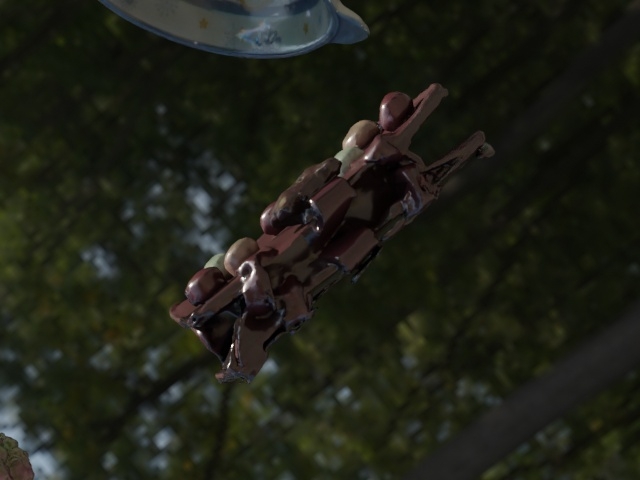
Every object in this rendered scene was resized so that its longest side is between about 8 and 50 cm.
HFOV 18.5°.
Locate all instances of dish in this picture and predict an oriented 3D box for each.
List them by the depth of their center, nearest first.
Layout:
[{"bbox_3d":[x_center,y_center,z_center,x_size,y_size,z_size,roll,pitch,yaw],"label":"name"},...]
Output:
[{"bbox_3d":[-0.071,-0.223,1.443,0.236,0.228,0.086,24,-111,-24],"label":"dish"}]

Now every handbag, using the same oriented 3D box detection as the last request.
[{"bbox_3d":[-0.002,-0.002,1.197,0.074,0.203,0.216,46,173,0],"label":"handbag"}]

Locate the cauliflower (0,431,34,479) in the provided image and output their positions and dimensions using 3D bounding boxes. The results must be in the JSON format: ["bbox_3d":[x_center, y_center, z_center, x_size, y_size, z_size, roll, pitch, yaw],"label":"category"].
[{"bbox_3d":[-0.378,0.206,1.552,0.315,0.256,0.239,31,155,21],"label":"cauliflower"}]
